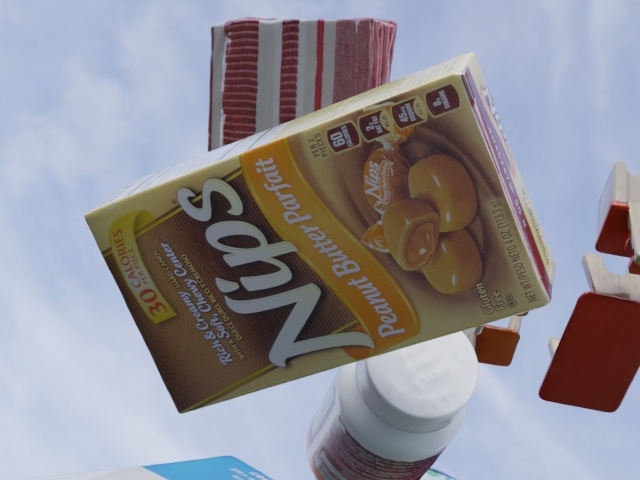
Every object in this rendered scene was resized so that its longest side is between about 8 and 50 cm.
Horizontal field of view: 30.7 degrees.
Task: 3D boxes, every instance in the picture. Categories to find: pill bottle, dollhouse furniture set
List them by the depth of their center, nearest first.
[{"bbox_3d":[0.064,0.157,1.069,0.121,0.121,0.221,30,-32,4],"label":"pill bottle"},{"bbox_3d":[0.274,0.069,1.075,0.261,0.135,0.259,10,-49,-1],"label":"dollhouse furniture set"}]

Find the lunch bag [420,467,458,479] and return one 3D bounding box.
[{"bbox_3d":[0.151,0.372,1.305,0.219,0.176,0.090,29,-34,-5],"label":"lunch bag"}]

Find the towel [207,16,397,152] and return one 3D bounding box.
[{"bbox_3d":[-0.030,-0.110,1.200,0.329,0.037,0.237,17,-74,57],"label":"towel"}]

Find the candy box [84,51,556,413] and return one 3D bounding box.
[{"bbox_3d":[0.000,0.000,0.896,0.316,0.087,0.183,-19,-77,19],"label":"candy box"}]

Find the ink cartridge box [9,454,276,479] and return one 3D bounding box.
[{"bbox_3d":[-0.096,0.237,0.524,0.285,0.395,0.166,22,-81,37],"label":"ink cartridge box"}]
